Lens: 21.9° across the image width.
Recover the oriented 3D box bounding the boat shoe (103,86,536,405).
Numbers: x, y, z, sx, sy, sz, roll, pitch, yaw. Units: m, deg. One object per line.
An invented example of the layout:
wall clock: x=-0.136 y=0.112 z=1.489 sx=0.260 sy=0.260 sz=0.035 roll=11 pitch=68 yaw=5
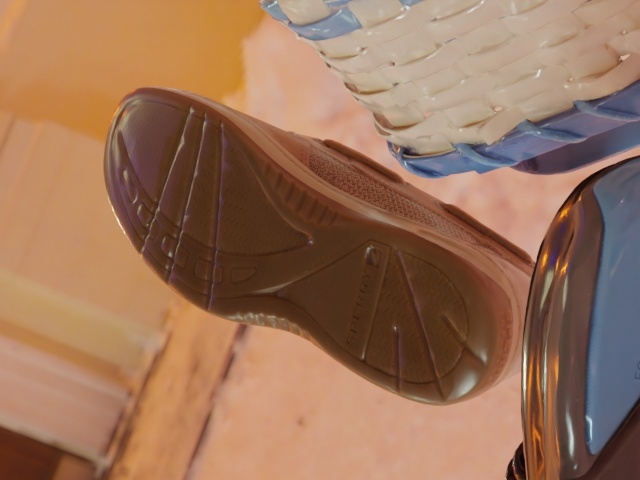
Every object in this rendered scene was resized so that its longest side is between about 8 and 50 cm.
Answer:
boat shoe: x=0.000 y=0.000 z=1.026 sx=0.341 sy=0.110 sz=0.122 roll=32 pitch=114 yaw=34

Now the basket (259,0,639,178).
basket: x=0.133 y=-0.133 z=0.842 sx=0.254 sy=0.289 sz=0.201 roll=-18 pitch=50 yaw=36

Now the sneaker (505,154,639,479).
sneaker: x=0.114 y=0.098 z=0.632 sx=0.139 sy=0.125 sz=0.341 roll=42 pitch=155 yaw=45
